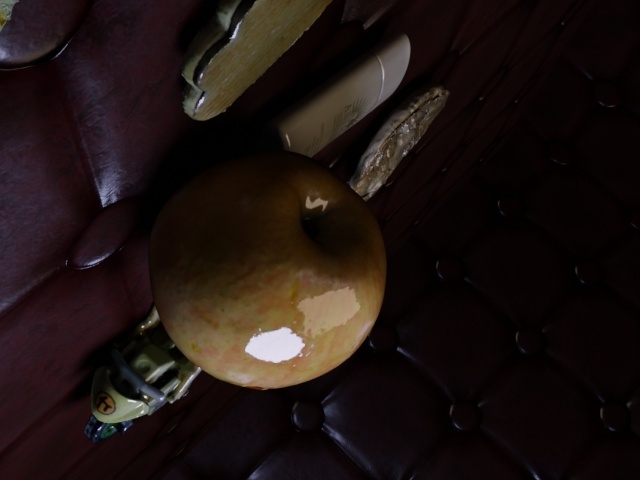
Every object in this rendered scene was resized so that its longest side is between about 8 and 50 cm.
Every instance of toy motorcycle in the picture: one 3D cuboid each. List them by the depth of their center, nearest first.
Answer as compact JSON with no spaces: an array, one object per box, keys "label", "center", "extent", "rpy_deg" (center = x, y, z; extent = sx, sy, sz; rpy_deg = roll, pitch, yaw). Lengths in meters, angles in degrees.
[{"label":"toy motorcycle","center":[-0.327,0.238,1.546],"extent":[0.410,0.168,0.237],"rpy_deg":[-49,175,-20]}]

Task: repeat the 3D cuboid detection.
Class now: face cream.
[{"label":"face cream","center":[0.026,-0.246,1.404],"extent":[0.348,0.081,0.173],"rpy_deg":[-40,166,-29]}]

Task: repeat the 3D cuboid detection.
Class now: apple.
[{"label":"apple","center":[-0.080,0.040,1.229],"extent":[0.391,0.391,0.346],"rpy_deg":[-36,-177,-43]}]

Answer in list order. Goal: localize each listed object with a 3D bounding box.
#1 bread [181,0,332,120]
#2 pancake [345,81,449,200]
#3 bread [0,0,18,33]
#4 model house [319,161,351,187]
[{"label":"bread","center":[-0.082,-0.281,0.979],"extent":[0.286,0.056,0.207],"rpy_deg":[-46,171,-7]},{"label":"pancake","center":[0.184,-0.245,1.943],"extent":[0.387,0.082,0.387],"rpy_deg":[-49,169,-13]},{"label":"bread","center":[-0.297,-0.160,0.520],"extent":[0.156,0.103,0.110],"rpy_deg":[-52,174,-10]},{"label":"model house","center":[0.000,0.000,1.702],"extent":[0.211,0.243,0.204],"rpy_deg":[-39,165,-36]}]
